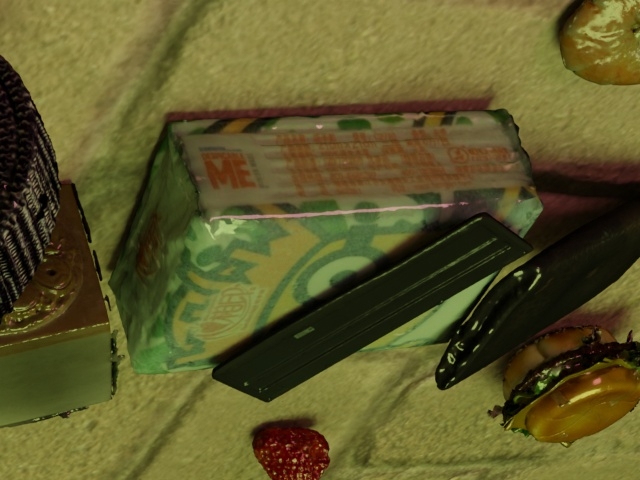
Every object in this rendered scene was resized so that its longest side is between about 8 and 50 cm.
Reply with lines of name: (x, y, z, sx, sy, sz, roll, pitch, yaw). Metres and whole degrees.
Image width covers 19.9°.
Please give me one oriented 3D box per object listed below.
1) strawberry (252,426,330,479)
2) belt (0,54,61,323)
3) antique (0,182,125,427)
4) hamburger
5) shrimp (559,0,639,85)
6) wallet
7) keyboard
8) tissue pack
strawberry: (-0.034, 0.228, 1.922, 0.083, 0.073, 0.073, 22, 129, -33)
belt: (-0.329, -0.022, 1.154, 0.325, 0.260, 0.122, -18, 155, -6)
antique: (-0.245, 0.051, 1.433, 0.152, 0.146, 0.148, -12, 146, -14)
hamburger: (0.273, 0.150, 1.962, 0.190, 0.093, 0.164, -29, 151, 15)
shrimp: (0.299, -0.180, 1.504, 0.217, 0.051, 0.115, -7, 145, -18)
wallet: (0.228, 0.029, 1.678, 0.321, 0.044, 0.170, -24, 159, -48)
keyboard: (-0.001, 0.089, 1.514, 0.381, 0.041, 0.103, -36, 146, 16)
tissue pack: (0.000, 0.000, 1.525, 0.311, 0.128, 0.228, -3, 145, -25)
